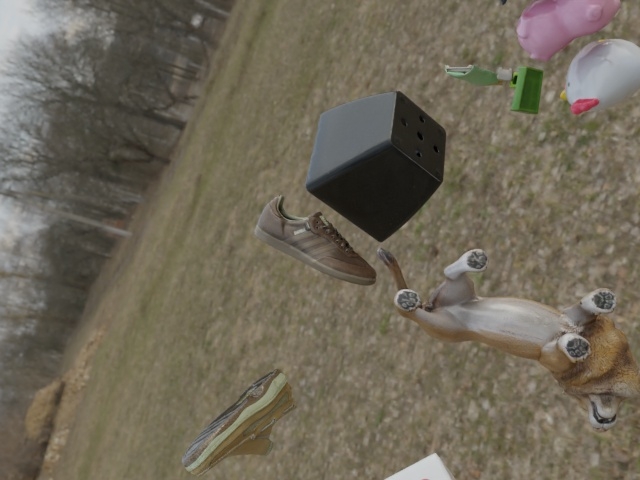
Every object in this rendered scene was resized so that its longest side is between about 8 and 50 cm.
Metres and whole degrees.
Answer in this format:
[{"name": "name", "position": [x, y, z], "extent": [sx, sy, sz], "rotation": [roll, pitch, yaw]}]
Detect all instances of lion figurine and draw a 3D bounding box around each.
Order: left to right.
[{"name": "lion figurine", "position": [0.264, 0.121, 1.057], "extent": [0.142, 0.392, 0.240], "rotation": [-62, -15, -15]}]

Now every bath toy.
[{"name": "bath toy", "position": [0.316, -0.314, 1.030], "extent": [0.129, 0.348, 0.151], "rotation": [-46, 22, -19]}]

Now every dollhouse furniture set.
[{"name": "dollhouse furniture set", "position": [0.241, -0.208, 1.049], "extent": [0.152, 0.076, 0.058], "rotation": [20, 103, 57]}]

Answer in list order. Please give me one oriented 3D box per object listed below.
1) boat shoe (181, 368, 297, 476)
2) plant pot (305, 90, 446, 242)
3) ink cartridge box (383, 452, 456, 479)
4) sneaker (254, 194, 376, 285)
[{"name": "boat shoe", "position": [-0.084, 0.228, 0.902], "extent": [0.068, 0.072, 0.190], "rotation": [-31, 3, 41]}, {"name": "plant pot", "position": [0.109, -0.143, 1.290], "extent": [0.167, 0.188, 0.187], "rotation": [-30, 37, 41]}, {"name": "ink cartridge box", "position": [0.038, 0.273, 0.555], "extent": [0.148, 0.203, 0.086], "rotation": [60, 180, 33]}, {"name": "sneaker", "position": [0.000, 0.000, 1.061], "extent": [0.066, 0.188, 0.071], "rotation": [-27, -39, -79]}]
